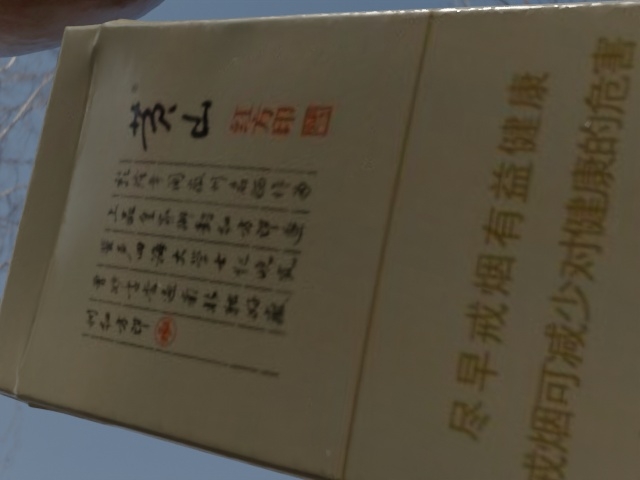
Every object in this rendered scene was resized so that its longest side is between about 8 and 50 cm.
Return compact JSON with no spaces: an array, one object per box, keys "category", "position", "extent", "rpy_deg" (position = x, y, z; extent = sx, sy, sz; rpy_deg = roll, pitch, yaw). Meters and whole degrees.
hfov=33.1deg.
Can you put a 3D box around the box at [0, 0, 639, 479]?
[{"category":"box","position":[0.000,0.000,0.477],"extent":[0.051,0.365,0.205],"rpy_deg":[20,-101,-54]}]

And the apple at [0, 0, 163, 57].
[{"category":"apple","position":[-0.218,-0.281,0.770],"extent":[0.344,0.345,0.269],"rpy_deg":[8,-59,-10]}]
